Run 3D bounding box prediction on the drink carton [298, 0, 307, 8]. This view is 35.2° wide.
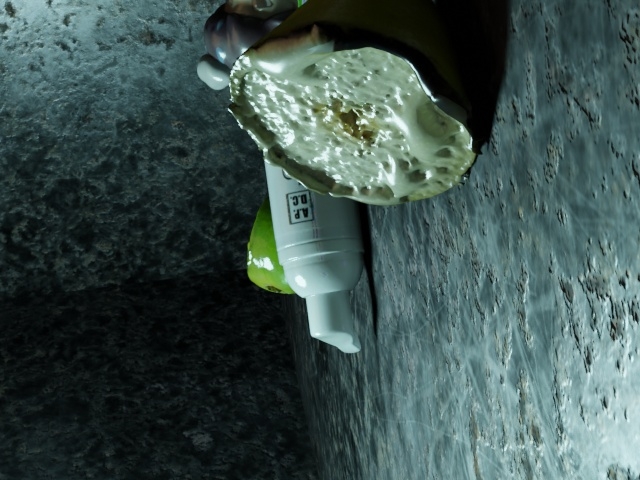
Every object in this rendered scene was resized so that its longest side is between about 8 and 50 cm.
[{"bbox_3d":[0.035,-0.293,1.154,0.271,0.108,0.161,98,166,-71],"label":"drink carton"}]

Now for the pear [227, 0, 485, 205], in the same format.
[{"bbox_3d":[0.046,-0.168,0.959,0.267,0.266,0.178,96,-171,-64],"label":"pear"}]

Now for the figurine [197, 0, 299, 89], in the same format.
[{"bbox_3d":[-0.113,-0.474,1.901,0.206,0.218,0.365,-60,-24,-53],"label":"figurine"}]

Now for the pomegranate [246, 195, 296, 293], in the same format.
[{"bbox_3d":[-0.025,0.000,1.880,0.241,0.159,0.190,-53,-28,-58],"label":"pomegranate"}]

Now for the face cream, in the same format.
[{"bbox_3d":[0.000,0.000,1.632,0.145,0.145,0.370,119,143,-79],"label":"face cream"}]
